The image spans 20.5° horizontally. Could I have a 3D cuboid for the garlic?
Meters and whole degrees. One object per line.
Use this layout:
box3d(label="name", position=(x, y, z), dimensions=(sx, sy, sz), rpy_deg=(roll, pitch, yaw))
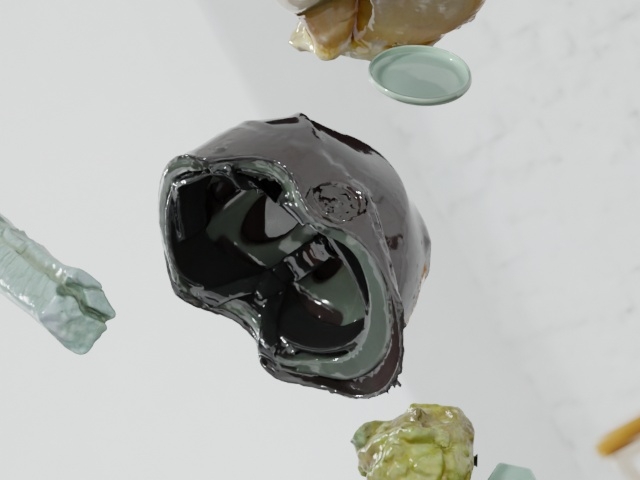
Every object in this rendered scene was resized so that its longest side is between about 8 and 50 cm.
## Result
box3d(label="garlic", position=(0.047, -0.332, 2.128), dimensions=(0.249, 0.286, 0.313), rpy_deg=(-53, -20, -15))

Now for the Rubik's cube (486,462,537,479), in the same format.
box3d(label="Rubik's cube", position=(0.241, 0.373, 2.013), dimensions=(0.224, 0.265, 0.213), rpy_deg=(-24, 34, 2))

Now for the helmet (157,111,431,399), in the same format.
box3d(label="helmet", position=(0.000, 0.000, 1.673), dimensions=(0.177, 0.305, 0.225), rpy_deg=(-41, -20, -43))

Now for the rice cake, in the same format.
box3d(label="rice cake", position=(-0.280, 0.025, 1.647), dimensions=(0.063, 0.066, 0.336), rpy_deg=(-47, 30, -10))

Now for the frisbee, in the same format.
box3d(label="frisbee", position=(0.104, -0.172, 1.851), dimensions=(0.110, 0.110, 0.014), rpy_deg=(-29, -43, -35))

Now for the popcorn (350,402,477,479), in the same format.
box3d(label="popcorn", position=(0.119, 0.266, 2.058), dimensions=(0.142, 0.173, 0.173), rpy_deg=(-16, 4, 13))
